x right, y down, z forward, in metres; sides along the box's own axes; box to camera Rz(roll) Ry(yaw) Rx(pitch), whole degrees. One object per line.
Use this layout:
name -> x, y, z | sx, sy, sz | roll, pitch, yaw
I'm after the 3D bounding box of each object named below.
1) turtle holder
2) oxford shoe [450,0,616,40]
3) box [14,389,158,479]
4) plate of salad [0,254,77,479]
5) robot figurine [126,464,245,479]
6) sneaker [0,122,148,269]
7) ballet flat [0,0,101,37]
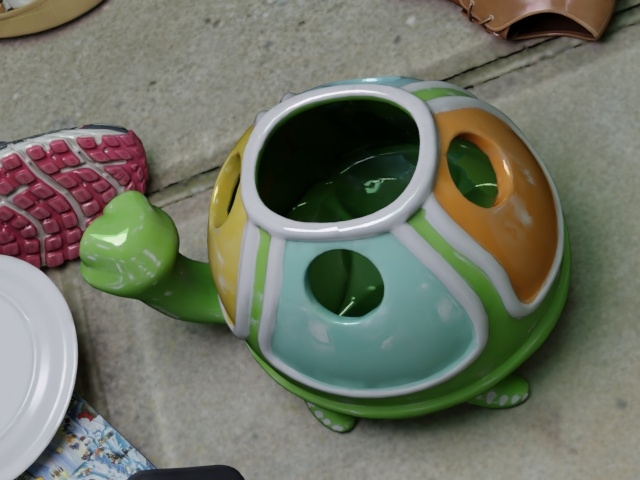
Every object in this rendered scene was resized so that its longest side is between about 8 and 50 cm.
turtle holder -> 0.014, -0.014, 1.238 | 0.320, 0.227, 0.243 | 21, 73, 26
oxford shoe -> 0.134, -0.202, 1.388 | 0.212, 0.076, 0.076 | 11, 78, 24
box -> -0.184, 0.183, 1.320 | 0.094, 0.027, 0.137 | -46, 59, -9
plate of salad -> -0.273, 0.108, 1.355 | 0.200, 0.048, 0.200 | -8, 69, 21
robot figurine -> -0.058, 0.282, 1.139 | 0.173, 0.209, 0.278 | -24, 57, -9
sneaker -> -0.289, -0.037, 1.422 | 0.299, 0.121, 0.112 | -18, 41, 4
ballet flat -> -0.299, -0.219, 1.542 | 0.232, 0.073, 0.080 | -16, 60, 10
